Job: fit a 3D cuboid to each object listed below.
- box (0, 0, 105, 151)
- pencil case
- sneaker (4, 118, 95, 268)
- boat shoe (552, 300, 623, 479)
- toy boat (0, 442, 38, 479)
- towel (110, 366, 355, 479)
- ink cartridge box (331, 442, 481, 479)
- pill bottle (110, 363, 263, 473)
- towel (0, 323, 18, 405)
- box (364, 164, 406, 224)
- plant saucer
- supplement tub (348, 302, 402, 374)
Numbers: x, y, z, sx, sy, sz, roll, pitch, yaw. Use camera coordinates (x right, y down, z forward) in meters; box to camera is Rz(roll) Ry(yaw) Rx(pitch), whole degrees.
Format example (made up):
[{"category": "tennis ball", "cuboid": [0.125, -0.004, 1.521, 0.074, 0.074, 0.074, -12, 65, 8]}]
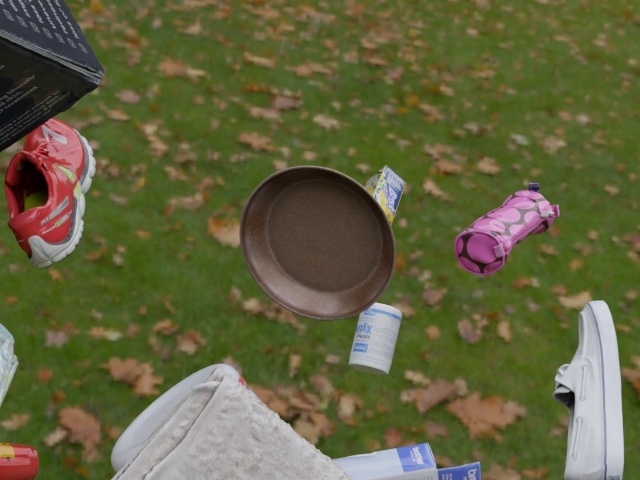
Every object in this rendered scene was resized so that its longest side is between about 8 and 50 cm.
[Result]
[{"category": "box", "cuboid": [-0.567, -0.352, 1.329, 0.480, 0.297, 0.472, 61, 10, 12]}, {"category": "pencil case", "cuboid": [0.304, -0.016, 1.852, 0.098, 0.095, 0.209, 8, 27, 34]}, {"category": "sneaker", "cuboid": [-0.384, -0.092, 1.581, 0.107, 0.118, 0.279, -22, 44, 8]}, {"category": "boat shoe", "cuboid": [0.349, 0.195, 1.503, 0.084, 0.095, 0.258, 0, 56, 7]}, {"category": "toy boat", "cuboid": [-0.494, 0.348, 1.517, 0.148, 0.318, 0.267, 5, 54, -33]}, {"category": "towel", "cuboid": [-0.049, 0.261, 0.997, 0.282, 0.187, 0.049, 41, -3, -15]}, {"category": "ink cartridge box", "cuboid": [0.039, 0.349, 1.367, 0.311, 0.185, 0.065, -8, 25, -2]}, {"category": "pill bottle", "cuboid": [-0.098, 0.366, 1.553, 0.363, 0.210, 0.210, 53, 22, -11]}, {"category": "towel", "cuboid": [-0.637, 0.163, 1.765, 0.090, 0.374, 0.320, -28, 30, 20]}, {"category": "box", "cuboid": [0.099, -0.056, 2.030, 0.054, 0.059, 0.169, 39, 41, -14]}, {"category": "plant saucer", "cuboid": [0.000, 0.000, 1.372, 0.199, 0.198, 0.036, 17, 25, 15]}, {"category": "supplement tub", "cuboid": [0.090, 0.161, 1.872, 0.071, 0.107, 0.071, 13, -16, 4]}]
